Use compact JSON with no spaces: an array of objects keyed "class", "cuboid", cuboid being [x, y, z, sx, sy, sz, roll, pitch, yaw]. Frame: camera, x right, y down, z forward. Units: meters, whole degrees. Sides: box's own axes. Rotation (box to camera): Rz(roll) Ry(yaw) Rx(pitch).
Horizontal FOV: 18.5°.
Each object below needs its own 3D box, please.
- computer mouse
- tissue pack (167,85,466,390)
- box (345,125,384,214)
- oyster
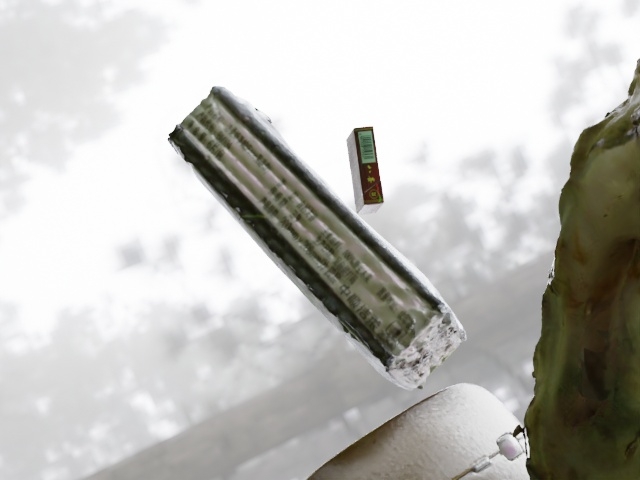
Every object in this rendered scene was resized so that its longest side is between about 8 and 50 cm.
[{"class":"computer mouse","cuboid":[0.078,0.184,1.388,0.126,0.245,0.056,55,-42,11]},{"class":"tissue pack","cuboid":[0.000,0.000,1.418,0.235,0.073,0.173,46,0,14]},{"class":"box","cuboid":[0.045,-0.071,2.007,0.051,0.023,0.082,123,-41,-77]},{"class":"oyster","cuboid":[0.187,0.075,1.141,0.221,0.096,0.361,-42,-139,52]}]
